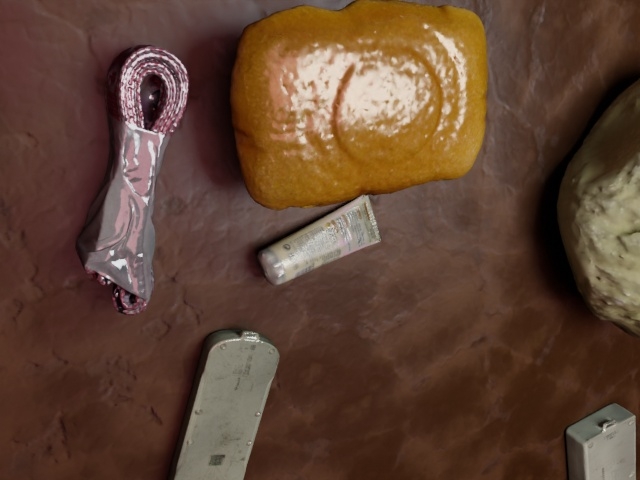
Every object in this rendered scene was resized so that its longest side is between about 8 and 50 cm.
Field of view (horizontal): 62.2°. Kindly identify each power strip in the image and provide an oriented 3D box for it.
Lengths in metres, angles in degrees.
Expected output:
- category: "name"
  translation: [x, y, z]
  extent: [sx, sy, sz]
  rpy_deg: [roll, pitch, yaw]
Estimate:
- category: "power strip"
  translation: [-0.107, 0.198, 0.570]
  extent: [0.080, 0.029, 0.226]
  rpy_deg: [13, 99, -27]
- category: "power strip"
  translation: [0.461, 0.432, 0.865]
  extent: [0.106, 0.043, 0.367]
  rpy_deg: [-19, 111, -16]

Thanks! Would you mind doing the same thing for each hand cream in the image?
- category: "hand cream"
  translation: [0.000, 0.000, 0.557]
  extent: [0.143, 0.039, 0.061]
  rpy_deg: [-25, 107, -24]

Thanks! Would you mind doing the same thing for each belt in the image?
- category: "belt"
  translation: [-0.165, -0.051, 0.461]
  extent: [0.071, 0.053, 0.231]
  rpy_deg: [4, 104, -31]

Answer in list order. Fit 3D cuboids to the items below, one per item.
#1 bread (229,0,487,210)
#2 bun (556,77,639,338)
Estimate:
- category: "bread"
  translation: [0.034, -0.124, 0.484]
  extent: [0.246, 0.121, 0.174]
  rpy_deg: [-11, 108, -22]
- category: "bun"
  translation: [0.471, -0.036, 0.631]
  extent: [0.353, 0.227, 0.348]
  rpy_deg: [4, 102, -25]
